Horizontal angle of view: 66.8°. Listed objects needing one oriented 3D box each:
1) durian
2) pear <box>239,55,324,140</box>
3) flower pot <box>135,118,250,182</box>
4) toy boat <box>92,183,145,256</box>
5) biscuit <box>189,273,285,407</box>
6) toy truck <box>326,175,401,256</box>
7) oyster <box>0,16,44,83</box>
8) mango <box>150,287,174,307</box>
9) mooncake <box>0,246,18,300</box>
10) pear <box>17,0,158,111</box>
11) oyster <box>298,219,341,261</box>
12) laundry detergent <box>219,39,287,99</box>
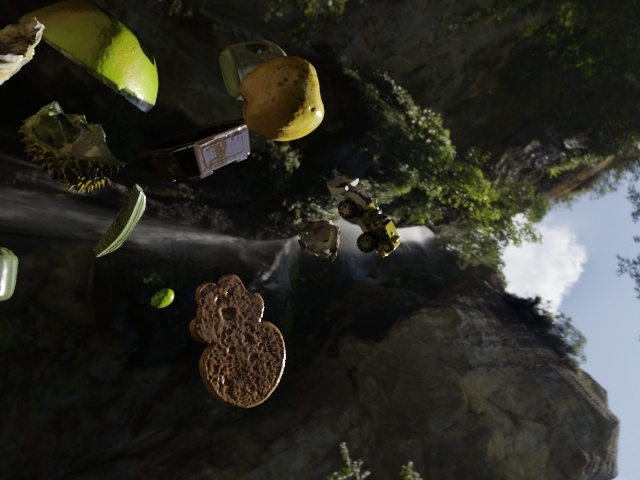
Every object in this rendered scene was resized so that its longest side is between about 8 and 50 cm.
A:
[{"bbox_3d":[-0.588,-0.227,1.130,0.167,0.172,0.306,-39,-132,-3],"label":"durian"},{"bbox_3d":[-0.080,-0.285,0.989,0.178,0.178,0.177,-14,-113,36],"label":"pear"},{"bbox_3d":[-0.255,-0.193,1.055,0.179,0.251,0.084,3,-63,35],"label":"flower pot"},{"bbox_3d":[-0.686,-0.060,1.676,0.293,0.055,0.093,-52,-132,11],"label":"toy boat"},{"bbox_3d":[-0.182,0.216,1.045,0.044,0.202,0.288,-16,-80,54],"label":"biscuit"},{"bbox_3d":[0.138,-0.083,1.480,0.111,0.136,0.285,-30,-85,33],"label":"toy truck"},{"bbox_3d":[-0.760,-0.384,1.059,0.275,0.100,0.271,-19,-154,32],"label":"oyster"},{"bbox_3d":[-0.690,0.254,2.117,0.056,0.108,0.073,-5,-72,49],"label":"mango"},{"bbox_3d":[-1.164,0.099,1.536,0.352,0.351,0.187,2,-95,40],"label":"mooncake"},{"bbox_3d":[-0.621,-0.552,1.391,0.399,0.399,0.165,36,-90,41],"label":"pear"},{"bbox_3d":[0.000,0.000,1.718,0.164,0.190,0.081,-24,-154,-14],"label":"oyster"},{"bbox_3d":[-0.186,-0.549,1.555,0.091,0.254,0.181,-6,-78,57],"label":"laundry detergent"}]
